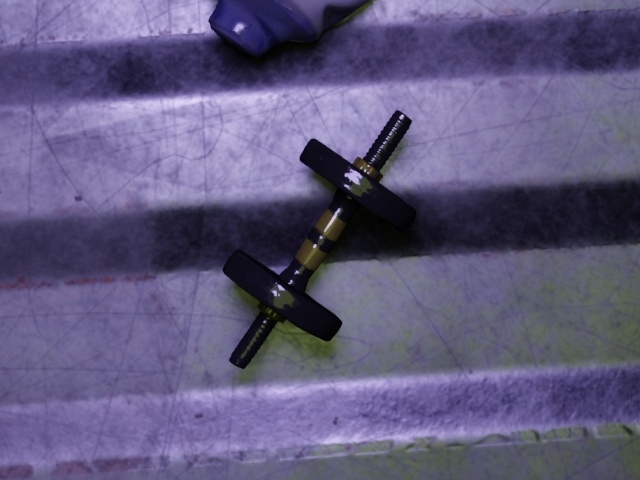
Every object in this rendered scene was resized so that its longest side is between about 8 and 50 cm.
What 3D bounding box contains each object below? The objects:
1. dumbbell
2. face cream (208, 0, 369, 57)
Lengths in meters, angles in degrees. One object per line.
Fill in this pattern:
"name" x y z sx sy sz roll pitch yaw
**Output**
"dumbbell" 0.000 0.000 1.638 0.143 0.143 0.325 35 91 -4
"face cream" 0.009 -0.388 1.645 0.235 0.137 0.420 30 83 -2
